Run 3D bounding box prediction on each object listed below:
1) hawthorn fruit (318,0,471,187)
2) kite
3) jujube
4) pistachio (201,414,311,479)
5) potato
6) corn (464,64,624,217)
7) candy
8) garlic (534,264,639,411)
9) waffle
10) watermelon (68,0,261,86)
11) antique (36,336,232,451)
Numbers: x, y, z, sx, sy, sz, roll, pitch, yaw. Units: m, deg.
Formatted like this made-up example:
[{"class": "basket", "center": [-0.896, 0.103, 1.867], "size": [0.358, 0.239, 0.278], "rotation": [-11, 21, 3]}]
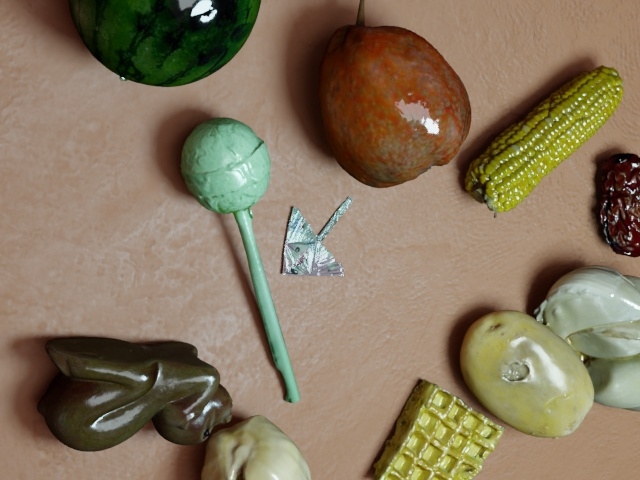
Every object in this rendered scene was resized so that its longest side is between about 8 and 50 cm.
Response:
[{"class": "hawthorn fruit", "center": [0.087, -0.208, 1.790], "size": [0.211, 0.210, 0.262], "rotation": [-27, 92, -20]}, {"class": "kite", "center": [0.000, 0.000, 1.876], "size": [0.152, 0.005, 0.137], "rotation": [-42, 116, -15]}, {"class": "jujube", "center": [0.496, -0.057, 2.064], "size": [0.104, 0.104, 0.165], "rotation": [-7, 99, -25]}, {"class": "pistachio", "center": [-0.081, 0.355, 1.821], "size": [0.157, 0.157, 0.229], "rotation": [-29, 122, -20]}, {"class": "potato", "center": [0.311, 0.207, 1.989], "size": [0.234, 0.146, 0.150], "rotation": [45, 70, -10]}, {"class": "corn", "center": [0.344, -0.157, 1.973], "size": [0.313, 0.102, 0.102], "rotation": [-39, 112, -19]}, {"class": "candy", "center": [-0.087, 0.038, 1.796], "size": [0.119, 0.119, 0.439], "rotation": [-25, 115, -21]}, {"class": "garlic", "center": [0.487, 0.145, 2.038], "size": [0.185, 0.203, 0.281], "rotation": [-38, 108, -43]}, {"class": "waffle", "center": [0.170, 0.340, 1.984], "size": [0.160, 0.055, 0.210], "rotation": [33, 82, -26]}, {"class": "watermelon", "center": [-0.192, -0.309, 1.604], "size": [0.242, 0.242, 0.242], "rotation": [-4, 100, -26]}, {"class": "antique", "center": [-0.243, 0.211, 1.726], "size": [0.257, 0.121, 0.143], "rotation": [3, 103, -26]}]
